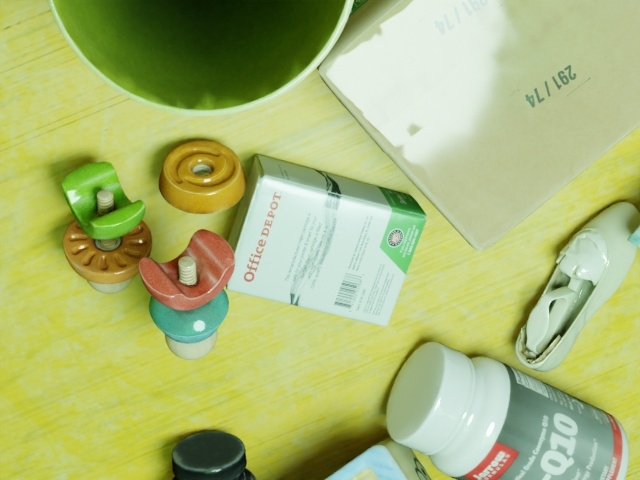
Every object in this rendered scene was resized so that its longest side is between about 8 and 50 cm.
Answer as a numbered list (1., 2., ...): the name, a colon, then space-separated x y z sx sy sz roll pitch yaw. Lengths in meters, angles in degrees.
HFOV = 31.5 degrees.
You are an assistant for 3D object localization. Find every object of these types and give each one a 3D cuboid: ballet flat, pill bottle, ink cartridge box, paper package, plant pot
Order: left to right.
1. plant pot: -0.122 -0.292 1.112 0.275 0.293 0.275 -3 112 -7
2. pill bottle: -0.136 0.364 1.467 0.123 0.123 0.219 -6 112 -7
3. ink cartridge box: 0.000 0.000 1.361 0.208 0.087 0.153 15 109 -15
4. paper package: 0.194 -0.209 1.267 0.325 0.168 0.309 -40 111 9
5. pill bottle: 0.238 0.247 1.459 0.283 0.161 0.161 26 106 -18
6. ballet flat: 0.319 0.060 1.433 0.086 0.086 0.248 21 106 -16

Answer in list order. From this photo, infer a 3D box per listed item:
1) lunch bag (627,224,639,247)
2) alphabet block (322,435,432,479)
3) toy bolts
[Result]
1. lunch bag: 0.527 -0.012 1.400 0.223 0.160 0.262 -50 146 10
2. alphabet block: 0.063 0.374 1.427 0.193 0.197 0.192 -34 79 6
3. toy bolts: -0.163 0.021 1.300 0.218 0.228 0.158 -23 144 -23
